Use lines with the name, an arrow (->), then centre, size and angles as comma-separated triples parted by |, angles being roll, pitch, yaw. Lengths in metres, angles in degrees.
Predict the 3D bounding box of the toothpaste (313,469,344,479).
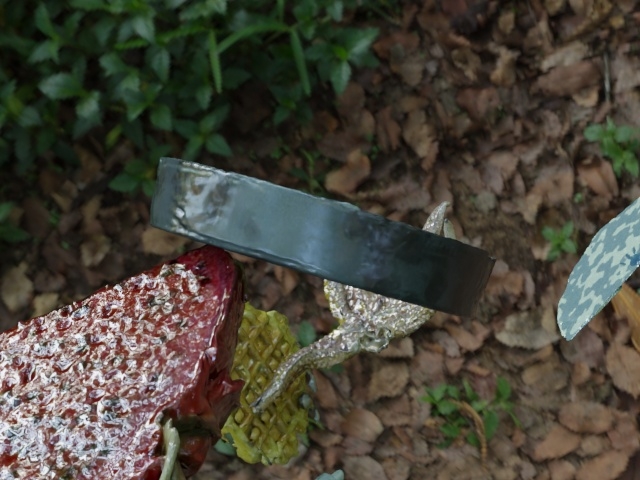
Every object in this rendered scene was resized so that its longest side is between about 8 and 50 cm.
toothpaste -> -0.037, 0.432, 1.721 | 0.064, 0.041, 0.218 | 28, 44, 32

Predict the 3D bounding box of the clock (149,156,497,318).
clock -> 0.000, 0.000, 0.859 | 0.280, 0.280, 0.056 | 16, 89, 26

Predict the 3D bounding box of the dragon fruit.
dragon fruit -> -0.165, 0.163, 0.758 | 0.316, 0.152, 0.205 | -22, 38, -4

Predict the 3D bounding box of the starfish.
starfish -> 0.075, 0.085, 1.792 | 0.398, 0.132, 0.384 | -30, 34, 23

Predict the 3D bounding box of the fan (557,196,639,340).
fan -> 0.359, 0.022, 1.335 | 0.240, 0.009, 0.131 | -55, 18, -8

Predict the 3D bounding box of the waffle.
waffle -> -0.111, 0.230, 1.781 | 0.060, 0.262, 0.281 | -18, 68, 42
